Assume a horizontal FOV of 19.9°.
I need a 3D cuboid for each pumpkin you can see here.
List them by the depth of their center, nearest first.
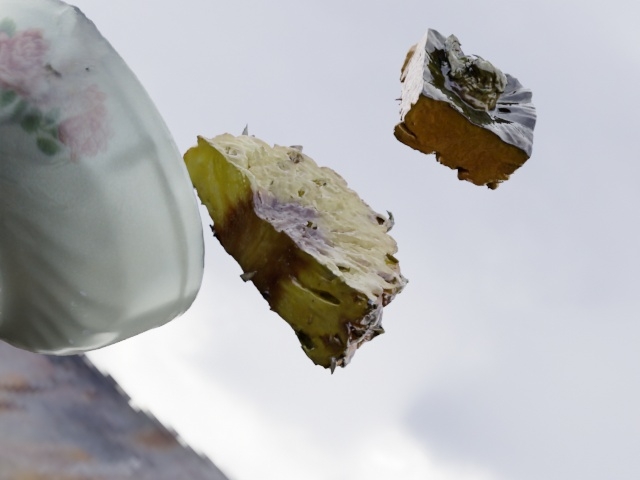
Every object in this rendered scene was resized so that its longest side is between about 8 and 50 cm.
[{"bbox_3d":[0.082,-0.076,1.006,0.074,0.083,0.054,26,-58,-11],"label":"pumpkin"}]

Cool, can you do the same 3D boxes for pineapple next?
[{"bbox_3d":[-0.001,0.001,1.404,0.079,0.135,0.233,-52,-122,24],"label":"pineapple"}]

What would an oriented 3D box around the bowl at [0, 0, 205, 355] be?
[{"bbox_3d":[-0.222,-0.030,1.308,0.277,0.145,0.277,37,-35,31],"label":"bowl"}]
